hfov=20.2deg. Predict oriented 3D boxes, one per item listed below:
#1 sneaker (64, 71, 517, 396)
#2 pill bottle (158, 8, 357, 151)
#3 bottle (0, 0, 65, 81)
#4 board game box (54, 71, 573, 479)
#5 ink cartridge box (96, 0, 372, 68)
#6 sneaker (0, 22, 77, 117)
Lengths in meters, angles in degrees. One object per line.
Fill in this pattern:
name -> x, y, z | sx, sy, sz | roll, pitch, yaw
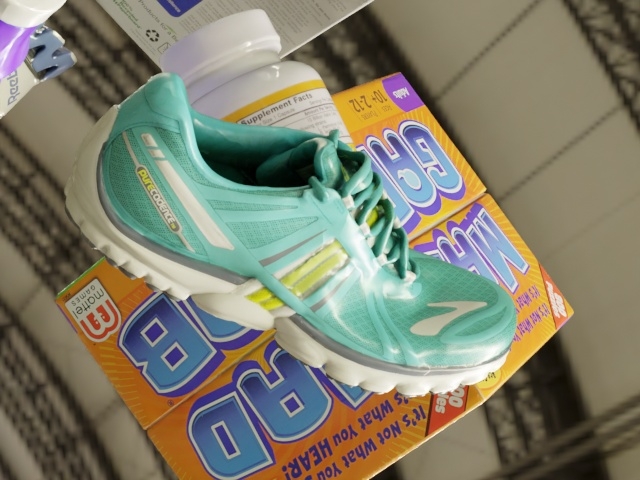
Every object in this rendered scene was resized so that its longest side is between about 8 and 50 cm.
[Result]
sneaker -> 0.000, 0.000, 0.967 | 0.110, 0.275, 0.107 | -54, -153, 24
pill bottle -> -0.034, -0.056, 1.299 | 0.117, 0.117, 0.208 | -33, -98, 58
bottle -> -0.269, -0.120, 1.184 | 0.283, 0.092, 0.118 | -29, -106, 42
board game box -> 0.003, 0.074, 2.023 | 0.356, 0.356, 0.356 | -38, -94, 26
ink cartridge box -> -0.056, -0.271, 1.734 | 0.176, 0.069, 0.371 | 46, -42, -17
sneaker -> -0.395, -0.206, 1.793 | 0.127, 0.315, 0.182 | 29, -102, 45
